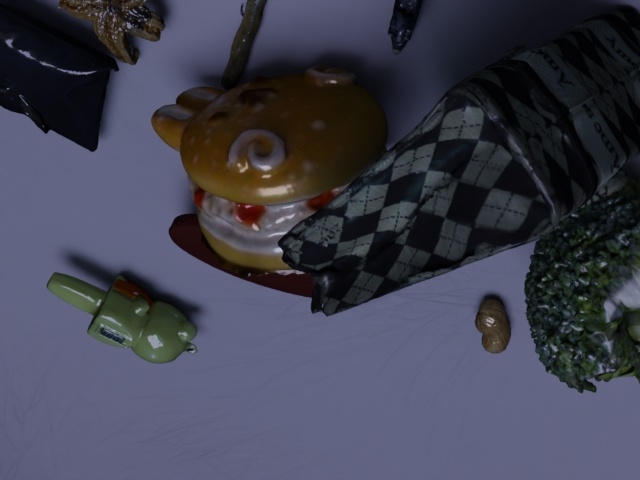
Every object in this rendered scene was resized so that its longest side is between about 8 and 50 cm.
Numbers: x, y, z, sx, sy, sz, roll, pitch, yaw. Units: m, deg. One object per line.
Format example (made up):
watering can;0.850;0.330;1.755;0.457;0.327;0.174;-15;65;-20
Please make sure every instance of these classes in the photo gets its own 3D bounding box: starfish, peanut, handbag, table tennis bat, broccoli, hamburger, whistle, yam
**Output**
starfish;-0.265;-0.297;1.017;0.146;0.074;0.190;11;138;0
peanut;0.272;0.137;1.277;0.053;0.054;0.113;-2;132;21
handbag;0.172;-0.076;0.844;0.316;0.416;0.180;-36;86;42
handbag;-0.408;-0.231;1.107;0.254;0.089;0.211;27;146;-9
table tennis bat;-0.057;0.032;1.168;0.268;0.051;0.414;32;162;-38
broccoli;0.388;0.034;0.985;0.301;0.249;0.375;-19;152;8
hamburger;-0.058;-0.108;1.014;0.302;0.261;0.186;20;139;40
whistle;-0.345;0.132;1.437;0.288;0.106;0.131;30;137;-13
yam;-0.085;-0.278;1.006;0.027;0.029;0.234;4;140;-25

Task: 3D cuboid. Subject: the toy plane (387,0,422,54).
toy plane;0.104;-0.311;0.851;0.204;0.103;0.316;15;136;3
